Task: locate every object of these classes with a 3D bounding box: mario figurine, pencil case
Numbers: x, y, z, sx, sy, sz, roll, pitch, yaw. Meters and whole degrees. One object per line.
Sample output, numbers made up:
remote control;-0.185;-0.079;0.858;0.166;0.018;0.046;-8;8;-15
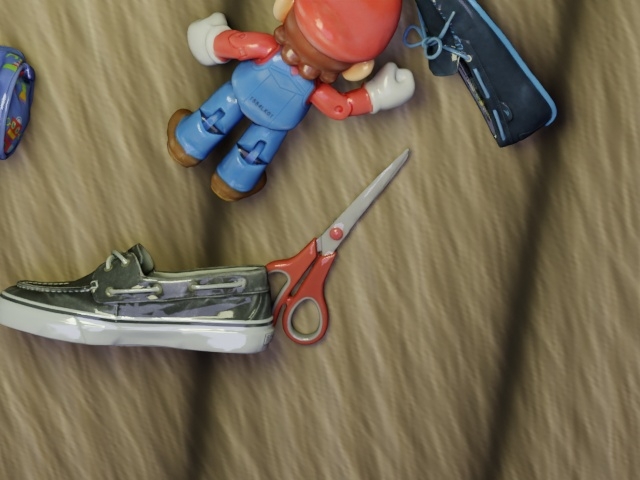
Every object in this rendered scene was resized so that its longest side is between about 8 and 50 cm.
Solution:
mario figurine;-0.025;-0.194;1.676;0.198;0.170;0.320;17;131;-41
pencil case;-0.472;-0.195;1.694;0.306;0.119;0.133;19;92;-2

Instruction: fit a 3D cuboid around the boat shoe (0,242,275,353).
boat shoe;-0.219;0.061;1.791;0.335;0.121;0.119;3;96;-1

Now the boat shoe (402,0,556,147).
boat shoe;0.155;-0.206;1.637;0.089;0.109;0.258;-39;102;7

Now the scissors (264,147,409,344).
scissors;0.000;0.000;1.782;0.109;0.021;0.297;24;114;-3
